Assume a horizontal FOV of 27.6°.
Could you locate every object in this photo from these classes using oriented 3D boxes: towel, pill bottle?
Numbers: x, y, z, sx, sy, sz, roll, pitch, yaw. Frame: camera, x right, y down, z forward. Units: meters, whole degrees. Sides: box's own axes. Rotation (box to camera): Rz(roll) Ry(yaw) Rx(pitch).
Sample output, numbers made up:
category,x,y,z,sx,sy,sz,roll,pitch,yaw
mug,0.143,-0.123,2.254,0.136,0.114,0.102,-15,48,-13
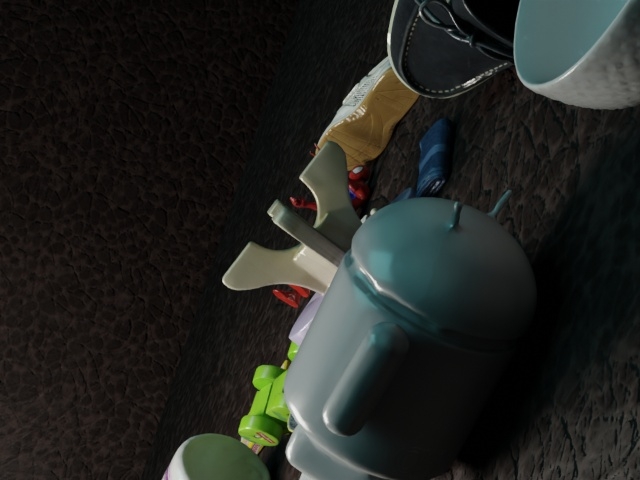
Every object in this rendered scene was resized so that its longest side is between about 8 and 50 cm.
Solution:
category,x,y,z,sx,sy,sz,roll,pitch,yaw
towel,0.160,-0.115,1.838,0.067,0.029,0.119,125,162,-47
pill bottle,-0.208,0.472,2.132,0.169,0.169,0.301,-86,21,-55

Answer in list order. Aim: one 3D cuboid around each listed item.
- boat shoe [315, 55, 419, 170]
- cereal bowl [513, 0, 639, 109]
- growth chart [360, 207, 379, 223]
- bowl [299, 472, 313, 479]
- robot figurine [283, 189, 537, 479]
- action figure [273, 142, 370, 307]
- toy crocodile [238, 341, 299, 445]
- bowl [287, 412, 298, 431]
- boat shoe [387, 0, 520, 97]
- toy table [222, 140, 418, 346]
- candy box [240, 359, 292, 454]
category,x,y,z,sx,sy,sz,roll,pitch,yaw
boat shoe,0.088,-0.222,2.209,0.277,0.098,0.096,-45,25,42
cereal bowl,0.310,-0.264,1.145,0.339,0.141,0.339,-159,90,-79
growth chart,0.039,0.048,2.120,0.237,0.021,0.172,133,155,-61
bowl,0.013,0.310,1.706,0.142,0.053,0.142,-162,94,-78
robot figurine,0.092,0.104,1.342,0.353,0.200,0.300,-65,-12,22
action figure,-0.014,-0.042,2.162,0.280,0.139,0.091,-56,6,-30
toy crocodile,-0.035,0.237,1.971,0.340,0.105,0.115,-41,29,56
bowl,0.040,0.196,1.673,0.170,0.080,0.170,-51,11,14
boat shoe,0.212,-0.289,1.546,0.500,0.187,0.156,-39,26,58
toy table,0.000,0.000,1.858,0.274,0.161,0.252,-53,6,-10
candy box,-0.094,0.303,2.260,0.206,0.027,0.105,123,161,-46
